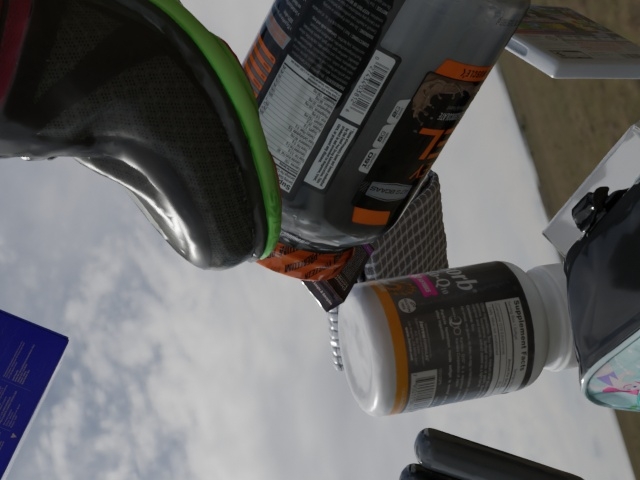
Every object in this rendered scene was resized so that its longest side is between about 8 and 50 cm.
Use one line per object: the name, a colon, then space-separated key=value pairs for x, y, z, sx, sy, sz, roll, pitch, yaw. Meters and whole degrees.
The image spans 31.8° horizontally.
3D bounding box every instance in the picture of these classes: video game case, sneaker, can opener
video game case: x=0.279 y=-0.233 z=1.306 sx=0.183 sy=0.201 sz=0.023 roll=43 pitch=128 yaw=42
sneaker: x=-0.225 y=-0.125 z=0.698 sx=0.483 sy=0.202 sz=0.185 roll=40 pitch=163 yaw=-22
can opener: x=0.207 y=0.239 z=0.975 sx=0.093 sy=0.280 sz=0.074 roll=-84 pitch=15 yaw=-78

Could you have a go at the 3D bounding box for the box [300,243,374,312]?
box: x=0.000 y=0.000 z=1.255 sx=0.116 sy=0.029 sz=0.162 roll=52 pitch=-157 yaw=-7

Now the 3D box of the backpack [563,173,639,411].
backpack: x=0.300 y=0.039 z=0.650 sx=0.225 sy=0.254 sz=0.191 roll=123 pitch=148 yaw=-48

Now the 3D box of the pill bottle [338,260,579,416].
pill bottle: x=0.173 y=0.111 z=1.350 sx=0.162 sy=0.279 sz=0.162 roll=171 pitch=90 yaw=-74

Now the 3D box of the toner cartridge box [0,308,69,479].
toner cartridge box: x=-0.479 y=0.250 z=1.497 sx=0.075 sy=0.165 sz=0.347 roll=118 pitch=173 yaw=-48

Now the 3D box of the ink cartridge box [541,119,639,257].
ink cartridge box: x=0.402 y=-0.078 z=1.253 sx=0.273 sy=0.198 sz=0.115 roll=-31 pitch=-109 yaw=-38

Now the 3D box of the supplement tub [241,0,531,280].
supplement tub: x=0.029 y=-0.141 z=1.056 sx=0.207 sy=0.338 sz=0.207 roll=24 pitch=-154 yaw=-13

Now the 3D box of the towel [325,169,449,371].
towel: x=0.112 y=0.044 z=1.750 sx=0.283 sy=0.121 sz=0.235 roll=-47 pitch=-44 yaw=-50
